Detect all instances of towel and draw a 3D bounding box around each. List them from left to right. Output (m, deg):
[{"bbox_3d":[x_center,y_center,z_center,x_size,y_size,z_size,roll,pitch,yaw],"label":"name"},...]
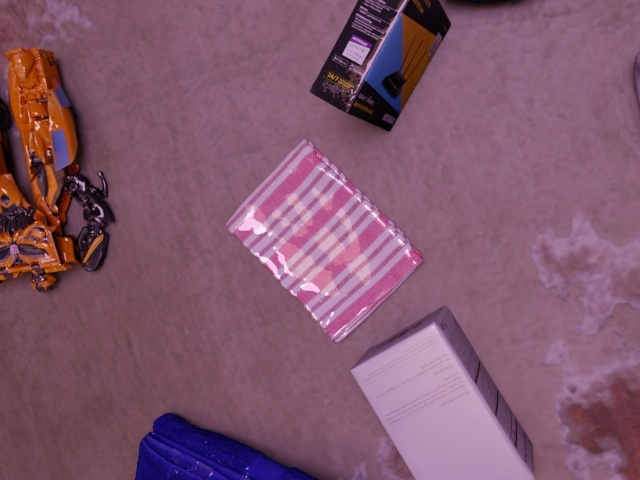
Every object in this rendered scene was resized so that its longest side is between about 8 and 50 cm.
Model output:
[{"bbox_3d":[-0.100,0.346,0.764,0.308,0.076,0.227,14,92,33],"label":"towel"},{"bbox_3d":[0.000,0.000,0.779,0.197,0.029,0.144,46,104,8],"label":"towel"}]

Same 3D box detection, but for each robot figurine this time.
[{"bbox_3d":[-0.374,-0.076,0.840,0.211,0.085,0.290,-9,96,6],"label":"robot figurine"}]

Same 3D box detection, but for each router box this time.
[{"bbox_3d":[0.064,-0.180,0.666,0.046,0.179,0.133,32,103,13],"label":"router box"}]

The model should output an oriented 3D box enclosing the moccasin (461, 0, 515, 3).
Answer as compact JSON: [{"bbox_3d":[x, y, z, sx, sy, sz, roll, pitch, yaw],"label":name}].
[{"bbox_3d":[0.141,-0.400,0.643,0.117,0.138,0.341,-7,92,7],"label":"moccasin"}]

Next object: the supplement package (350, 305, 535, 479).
[{"bbox_3d":[0.130,0.176,0.718,0.105,0.105,0.179,-32,85,15],"label":"supplement package"}]

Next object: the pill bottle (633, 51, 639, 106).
[{"bbox_3d":[0.389,-0.150,0.614,0.184,0.103,0.103,-16,90,17],"label":"pill bottle"}]
